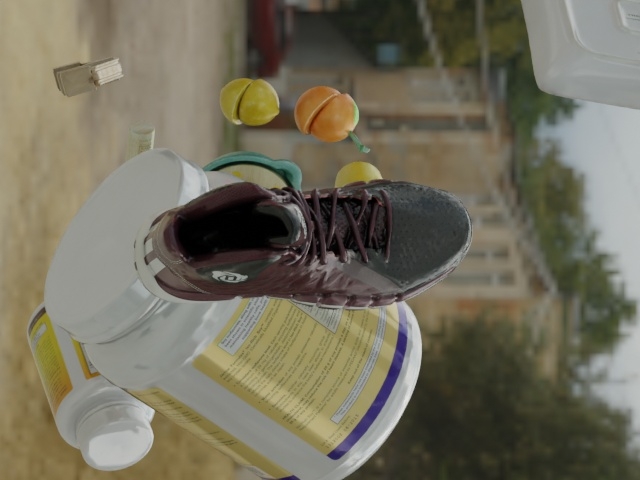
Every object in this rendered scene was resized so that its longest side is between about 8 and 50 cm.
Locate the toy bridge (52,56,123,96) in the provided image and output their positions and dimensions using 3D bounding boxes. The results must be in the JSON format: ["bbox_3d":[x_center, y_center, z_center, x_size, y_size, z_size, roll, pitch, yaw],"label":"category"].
[{"bbox_3d":[-0.225,-0.162,1.825,0.188,0.063,0.026,-149,-136,-77],"label":"toy bridge"}]

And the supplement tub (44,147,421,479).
[{"bbox_3d":[-0.086,0.080,1.879,0.331,0.241,0.241,37,33,-30],"label":"supplement tub"}]

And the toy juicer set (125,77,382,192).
[{"bbox_3d":[-0.096,-0.073,2.075,0.089,0.329,0.209,-95,171,-54],"label":"toy juicer set"}]

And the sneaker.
[{"bbox_3d":[0.000,0.000,1.467,0.162,0.281,0.106,141,-59,-76],"label":"sneaker"}]

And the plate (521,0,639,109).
[{"bbox_3d":[0.380,-0.244,2.211,0.278,0.277,0.045,-91,-167,-51],"label":"plate"}]

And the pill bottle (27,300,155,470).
[{"bbox_3d":[-0.263,0.163,2.173,0.215,0.117,0.117,-117,-160,-44],"label":"pill bottle"}]
